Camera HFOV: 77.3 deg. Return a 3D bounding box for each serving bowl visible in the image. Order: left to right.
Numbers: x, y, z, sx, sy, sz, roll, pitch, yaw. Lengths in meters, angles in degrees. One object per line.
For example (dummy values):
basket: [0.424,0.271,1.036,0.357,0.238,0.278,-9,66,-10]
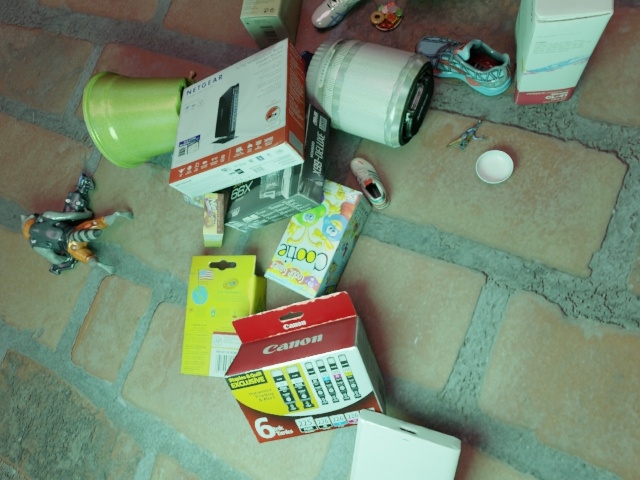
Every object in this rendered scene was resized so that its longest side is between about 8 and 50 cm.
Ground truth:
serving bowl: [0.423,-0.176,0.977,0.084,0.027,0.083,-3,78,17]

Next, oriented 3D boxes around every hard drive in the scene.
hard drive: [0.164,0.524,0.851,0.203,0.040,0.307,11,107,18]

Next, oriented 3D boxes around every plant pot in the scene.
plant pot: [-0.471,-0.358,1.155,0.254,0.276,0.275,-3,79,14]

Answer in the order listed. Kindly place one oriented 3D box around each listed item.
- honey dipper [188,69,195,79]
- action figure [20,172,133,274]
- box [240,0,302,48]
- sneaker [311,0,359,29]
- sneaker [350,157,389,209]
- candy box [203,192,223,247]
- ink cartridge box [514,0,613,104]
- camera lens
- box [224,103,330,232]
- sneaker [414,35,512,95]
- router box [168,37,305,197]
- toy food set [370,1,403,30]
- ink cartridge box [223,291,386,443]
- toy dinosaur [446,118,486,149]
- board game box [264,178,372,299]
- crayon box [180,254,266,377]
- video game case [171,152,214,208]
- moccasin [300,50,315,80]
honey dipper: [-0.447,-0.480,1.299,0.031,0.030,0.160,23,82,19]
action figure: [-0.767,-0.059,1.240,0.331,0.178,0.340,5,83,8]
box: [-0.131,-0.755,1.193,0.121,0.148,0.310,7,83,17]
sneaker: [0.069,-0.707,1.155,0.237,0.086,0.085,-35,74,9]
sneaker: [0.125,-0.158,1.038,0.057,0.075,0.161,-30,73,9]
candy box: [-0.289,-0.050,1.085,0.053,0.187,0.108,2,78,-16]
ink cartridge box: [0.504,-0.469,0.861,0.131,0.306,0.225,3,81,18]
camera lens: [0.126,-0.369,1.001,0.275,0.219,0.219,24,87,19]
box: [-0.116,-0.170,1.020,0.308,0.077,0.242,-14,61,44]
sneaker: [0.358,-0.468,1.000,0.262,0.125,0.104,30,89,19]
router box: [-0.200,-0.286,0.968,0.336,0.082,0.300,-13,64,26]
toy food set: [0.190,-0.637,1.138,0.082,0.020,0.083,-47,70,4]
ink cartridge box: [-0.040,0.290,0.912,0.310,0.130,0.271,-18,108,13]
toy dinosaur: [0.372,-0.272,1.006,0.090,0.047,0.082,16,66,29]
board game box: [0.000,0.000,1.009,0.142,0.144,0.275,23,86,20]
crayon box: [-0.256,0.201,1.082,0.203,0.081,0.318,0,80,17]
video game case: [-0.360,-0.165,1.153,0.119,0.166,0.015,19,46,19]
moccasin: [-0.129,-0.404,1.134,0.342,0.137,0.116,-38,79,-13]
